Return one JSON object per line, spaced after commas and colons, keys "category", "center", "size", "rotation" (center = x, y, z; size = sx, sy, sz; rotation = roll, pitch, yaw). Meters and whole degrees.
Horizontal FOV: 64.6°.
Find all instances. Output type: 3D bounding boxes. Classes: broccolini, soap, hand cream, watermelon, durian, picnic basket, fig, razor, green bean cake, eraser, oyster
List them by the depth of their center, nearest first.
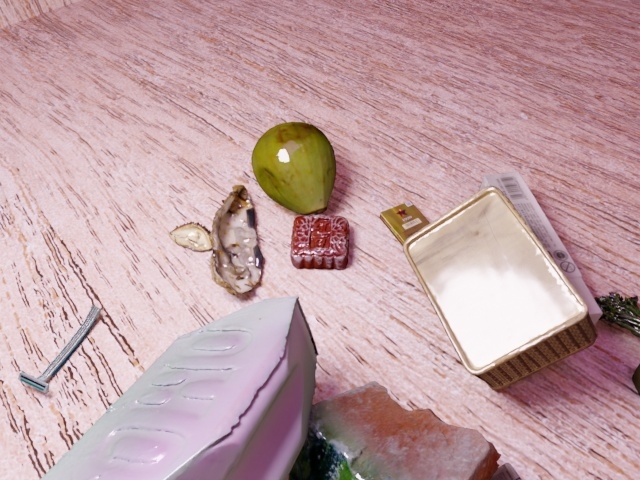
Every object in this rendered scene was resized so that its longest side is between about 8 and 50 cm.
{"category": "soap", "center": [-0.166, 0.266, 0.720], "size": [0.261, 0.156, 0.446], "rotation": [-8, 25, 31]}
{"category": "watermelon", "center": [0.099, 0.345, 0.775], "size": [0.264, 0.151, 0.302], "rotation": [23, 48, 39]}
{"category": "hand cream", "center": [0.258, 0.416, 0.812], "size": [0.164, 0.037, 0.057], "rotation": [-16, 49, -22]}
{"category": "broccolini", "center": [0.588, 0.178, 0.933], "size": [0.123, 0.062, 0.272], "rotation": [-2, 28, 3]}
{"category": "picnic basket", "center": [0.327, 0.086, 0.947], "size": [0.227, 0.175, 0.313], "rotation": [-34, 53, 15]}
{"category": "razor", "center": [-0.503, 0.211, 1.008], "size": [0.068, 0.037, 0.191], "rotation": [19, 50, 11]}
{"category": "eraser", "center": [0.460, 0.019, 1.104], "size": [0.098, 0.096, 0.404], "rotation": [-6, 50, -5]}
{"category": "green bean cake", "center": [0.000, 0.000, 1.163], "size": [0.135, 0.056, 0.135], "rotation": [1, 48, 3]}
{"category": "oyster", "center": [-0.195, -0.010, 1.169], "size": [0.128, 0.079, 0.345], "rotation": [21, 39, -25]}
{"category": "durian", "center": [-0.301, -0.013, 1.207], "size": [0.130, 0.052, 0.066], "rotation": [17, 90, 20]}
{"category": "fig", "center": [-0.060, -0.177, 1.224], "size": [0.207, 0.207, 0.230], "rotation": [-12, 49, -9]}

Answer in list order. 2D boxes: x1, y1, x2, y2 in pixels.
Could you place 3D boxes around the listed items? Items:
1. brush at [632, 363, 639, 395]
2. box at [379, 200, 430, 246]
{"category": "brush", "center": [0.640, 0.303, 0.873], "size": [0.123, 0.059, 0.197], "rotation": [-3, 48, 4]}
{"category": "box", "center": [0.213, -0.034, 1.207], "size": [0.090, 0.023, 0.133], "rotation": [-21, 51, -18]}
